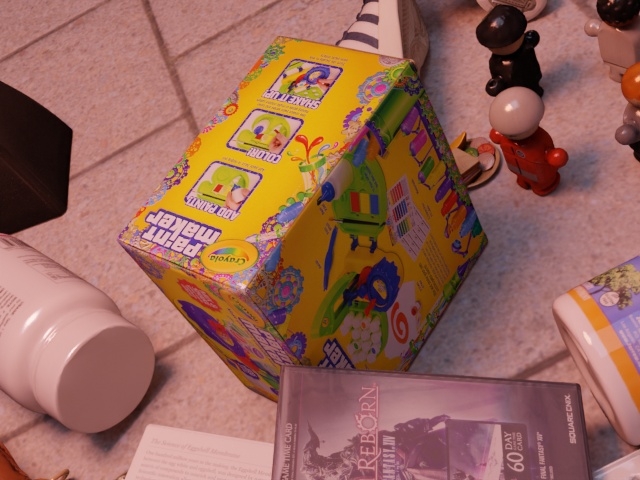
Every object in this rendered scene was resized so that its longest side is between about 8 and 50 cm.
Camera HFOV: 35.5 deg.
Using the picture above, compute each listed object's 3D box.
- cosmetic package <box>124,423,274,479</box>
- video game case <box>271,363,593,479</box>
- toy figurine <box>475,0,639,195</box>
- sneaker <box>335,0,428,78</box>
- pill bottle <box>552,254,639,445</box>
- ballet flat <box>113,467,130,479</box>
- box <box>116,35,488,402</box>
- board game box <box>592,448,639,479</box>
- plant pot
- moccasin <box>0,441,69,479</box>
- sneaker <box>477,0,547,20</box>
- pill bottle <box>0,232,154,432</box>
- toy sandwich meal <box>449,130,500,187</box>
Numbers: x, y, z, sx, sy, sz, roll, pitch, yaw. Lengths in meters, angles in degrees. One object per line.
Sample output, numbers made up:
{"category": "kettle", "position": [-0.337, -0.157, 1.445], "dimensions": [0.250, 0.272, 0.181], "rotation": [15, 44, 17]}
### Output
{"category": "cosmetic package", "position": [-0.084, 0.310, 0.923], "dimensions": [0.224, 0.138, 0.224], "rotation": [3, 57, 28]}
{"category": "video game case", "position": [0.096, 0.203, 0.856], "dimensions": [0.274, 0.026, 0.196], "rotation": [4, 52, -1]}
{"category": "toy figurine", "position": [0.286, -0.178, 1.120], "dimensions": [0.210, 0.148, 0.213], "rotation": [-12, 49, 18]}
{"category": "sneaker", "position": [0.054, -0.235, 1.297], "dimensions": [0.148, 0.131, 0.350], "rotation": [-14, 46, 21]}
{"category": "pill bottle", "position": [0.361, 0.059, 0.890], "dimensions": [0.272, 0.152, 0.152], "rotation": [-28, 47, 4]}
{"category": "ballet flat", "position": [-0.216, 0.274, 0.986], "dimensions": [0.072, 0.213, 0.068], "rotation": [33, 109, 11]}
{"category": "box", "position": [0.000, 0.000, 1.024], "dimensions": [0.177, 0.290, 0.279], "rotation": [19, 64, 36]}
{"category": "board game box", "position": [0.440, 0.271, 0.738], "dimensions": [0.390, 0.050, 0.390], "rotation": [-28, 45, 7]}
{"category": "plant pot", "position": [-0.491, -0.126, 1.457], "dimensions": [0.188, 0.167, 0.188], "rotation": [-19, 47, 12]}
{"category": "moccasin", "position": [-0.337, 0.303, 1.069], "dimensions": [0.380, 0.147, 0.139], "rotation": [29, 85, 36]}
{"category": "sneaker", "position": [0.194, -0.377, 1.323], "dimensions": [0.090, 0.232, 0.115], "rotation": [-53, 11, 39]}
{"category": "pill bottle", "position": [-0.337, 0.108, 1.195], "dimensions": [0.283, 0.160, 0.160], "rotation": [25, 68, 39]}
{"category": "toy sandwich meal", "position": [0.172, -0.096, 1.192], "dimensions": [0.086, 0.029, 0.085], "rotation": [-14, 49, 17]}
